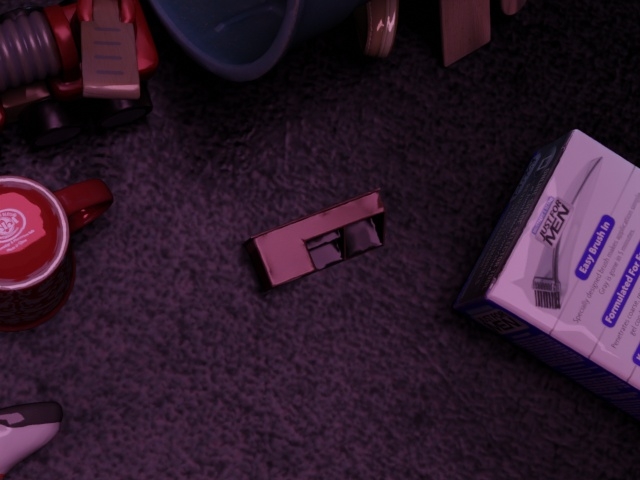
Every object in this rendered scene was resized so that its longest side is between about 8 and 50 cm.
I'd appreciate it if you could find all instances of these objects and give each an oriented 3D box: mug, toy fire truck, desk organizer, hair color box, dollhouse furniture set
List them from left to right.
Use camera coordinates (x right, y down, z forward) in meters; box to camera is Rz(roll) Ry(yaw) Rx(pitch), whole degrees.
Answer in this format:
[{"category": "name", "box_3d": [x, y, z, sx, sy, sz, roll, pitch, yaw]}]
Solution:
[{"category": "mug", "box_3d": [-0.249, -0.007, 1.056, 0.113, 0.169, 0.150, 26, 75, -6]}, {"category": "toy fire truck", "box_3d": [-0.232, -0.141, 1.044, 0.217, 0.246, 0.158, -18, 84, -16]}, {"category": "desk organizer", "box_3d": [0.000, 0.000, 1.176, 0.130, 0.047, 0.050, -21, 87, -16]}, {"category": "dollhouse furniture set", "box_3d": [0.132, -0.288, 1.270, 0.144, 0.123, 0.151, -31, 53, -16]}, {"category": "hair color box", "box_3d": [0.319, 0.066, 1.205, 0.339, 0.110, 0.185, 32, 76, -7]}]

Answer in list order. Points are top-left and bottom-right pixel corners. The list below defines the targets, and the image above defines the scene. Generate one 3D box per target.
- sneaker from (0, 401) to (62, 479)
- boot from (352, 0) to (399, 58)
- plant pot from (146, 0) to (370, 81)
[{"category": "sneaker", "box_3d": [-0.320, 0.236, 1.034, 0.270, 0.090, 0.145, -20, 81, -11]}, {"category": "boot", "box_3d": [-0.017, -0.266, 1.206, 0.165, 0.077, 0.213, -6, 76, -14]}, {"category": "plant pot", "box_3d": [0.027, -0.343, 1.042, 0.334, 0.341, 0.341, -24, 86, -24]}]
